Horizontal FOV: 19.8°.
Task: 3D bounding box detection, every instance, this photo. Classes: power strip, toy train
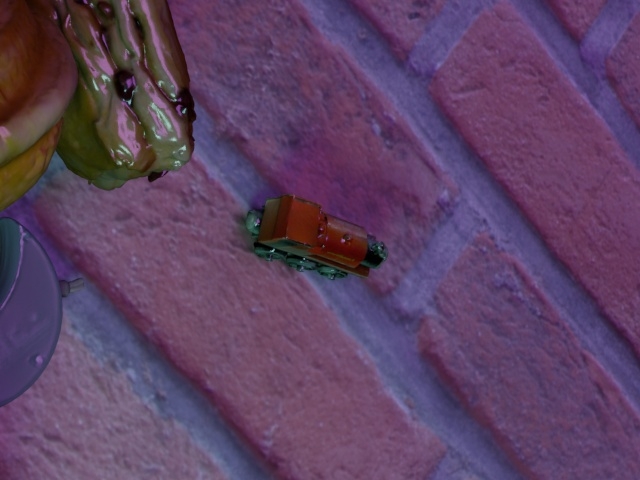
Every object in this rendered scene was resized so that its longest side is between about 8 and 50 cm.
[{"bbox_3d":[-0.358,0.090,1.953,0.253,0.054,0.167,-38,109,-32],"label":"power strip"},{"bbox_3d":[0.000,0.000,2.177,0.176,0.118,0.074,20,76,-30],"label":"toy train"}]

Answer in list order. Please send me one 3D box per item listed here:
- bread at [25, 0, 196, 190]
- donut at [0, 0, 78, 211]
[{"bbox_3d":[-0.264,-0.232,1.921,0.192,0.314,0.370,-13,94,-18],"label":"bread"},{"bbox_3d":[-0.438,-0.119,1.648,0.449,0.449,0.198,-33,126,-33],"label":"donut"}]
